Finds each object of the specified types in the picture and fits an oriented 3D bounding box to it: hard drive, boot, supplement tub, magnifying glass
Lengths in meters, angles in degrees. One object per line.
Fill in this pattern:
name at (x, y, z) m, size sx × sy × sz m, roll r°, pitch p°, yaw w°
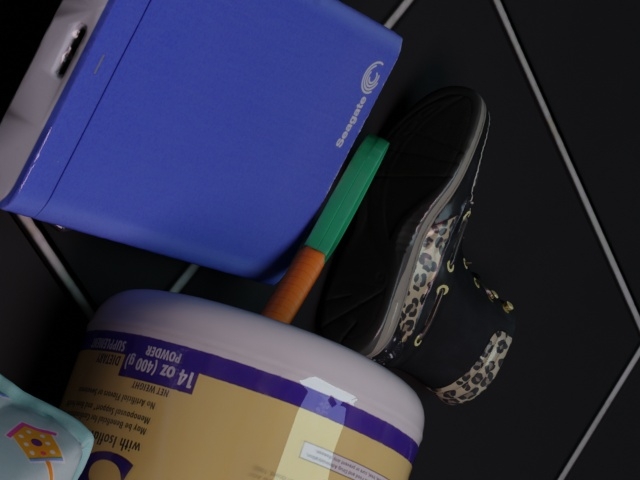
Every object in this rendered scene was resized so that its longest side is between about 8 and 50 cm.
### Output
hard drive at (-0.076, -0.090, 1.280) m, size 0.318 × 0.040 × 0.210 m, roll 18°, pitch 101°, yaw -59°
boot at (0.103, 0.010, 1.554) m, size 0.178 × 0.085 × 0.236 m, roll 34°, pitch 76°, yaw -48°
supplement tub at (-0.087, 0.222, 1.249) m, size 0.241 × 0.241 × 0.331 m, roll 33°, pitch 71°, yaw -46°
magnifying glass at (0.000, 0.000, 1.411) m, size 0.092 × 0.026 × 0.231 m, roll -64°, pitch 178°, yaw 42°

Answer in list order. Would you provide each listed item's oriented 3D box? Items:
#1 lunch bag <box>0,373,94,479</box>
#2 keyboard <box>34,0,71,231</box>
lunch bag at (-0.272, 0.205, 1.058) m, size 0.262 × 0.160 × 0.223 m, roll -58°, pitch 171°, yaw 31°
keyboard at (-0.145, -0.101, 1.299) m, size 0.108 × 0.023 × 0.180 m, roll -13°, pitch 106°, yaw -47°
